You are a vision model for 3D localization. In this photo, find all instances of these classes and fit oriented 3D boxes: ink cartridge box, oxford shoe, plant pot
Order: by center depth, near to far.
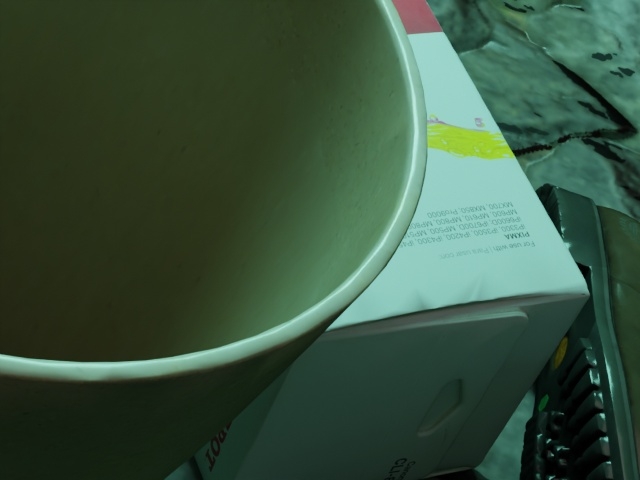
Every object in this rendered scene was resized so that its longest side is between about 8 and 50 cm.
[{"bbox_3d":[-0.139,0.017,0.612,0.257,0.274,0.256,16,45,-17],"label":"plant pot"},{"bbox_3d":[0.000,0.000,0.790,0.127,0.128,0.176,-8,54,-27],"label":"ink cartridge box"},{"bbox_3d":[0.136,0.073,0.815,0.096,0.083,0.227,16,48,-14],"label":"oxford shoe"}]
